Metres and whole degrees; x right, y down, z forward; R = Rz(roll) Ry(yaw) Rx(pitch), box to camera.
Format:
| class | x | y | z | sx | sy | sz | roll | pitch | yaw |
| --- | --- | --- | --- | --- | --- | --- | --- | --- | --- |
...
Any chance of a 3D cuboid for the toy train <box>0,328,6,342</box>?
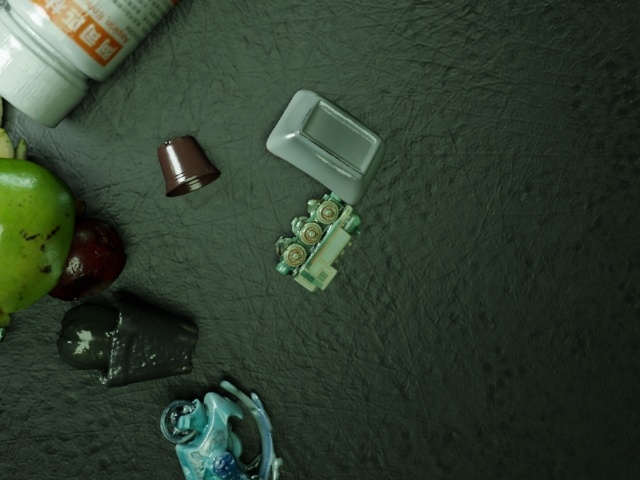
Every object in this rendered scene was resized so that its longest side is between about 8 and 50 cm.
| class | x | y | z | sx | sy | sz | roll | pitch | yaw |
| --- | --- | --- | --- | --- | --- | --- | --- | --- | --- |
| toy train | -0.621 | 0.121 | 1.403 | 0.099 | 0.081 | 0.149 | 7 | 104 | -10 |

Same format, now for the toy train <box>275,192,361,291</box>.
| class | x | y | z | sx | sy | sz | roll | pitch | yaw |
| --- | --- | --- | --- | --- | --- | --- | --- | --- | --- |
| toy train | 0.000 | 0.000 | 1.474 | 0.125 | 0.081 | 0.194 | 38 | 90 | -23 |

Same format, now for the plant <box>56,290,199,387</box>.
| class | x | y | z | sx | sy | sz | roll | pitch | yaw |
| --- | --- | --- | --- | --- | --- | --- | --- | --- | --- |
| plant | -0.360 | 0.186 | 1.419 | 0.255 | 0.142 | 0.165 | 12 | 98 | -21 |

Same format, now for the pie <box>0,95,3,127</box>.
| class | x | y | z | sx | sy | sz | roll | pitch | yaw |
| --- | --- | --- | --- | --- | --- | --- | --- | --- | --- |
| pie | -0.660 | -0.245 | 1.347 | 0.185 | 0.052 | 0.218 | -22 | 104 | -10 |

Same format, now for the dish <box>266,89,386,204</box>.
| class | x | y | z | sx | sy | sz | roll | pitch | yaw |
| --- | --- | --- | --- | --- | --- | --- | --- | --- | --- |
| dish | 0.025 | -0.184 | 1.418 | 0.212 | 0.077 | 0.151 | 33 | 69 | -12 |

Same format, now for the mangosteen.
| class | x | y | z | sx | sy | sz | roll | pitch | yaw |
| --- | --- | --- | --- | --- | --- | --- | --- | --- | --- |
| mangosteen | -0.448 | 0.019 | 1.374 | 0.166 | 0.166 | 0.180 | -40 | 75 | 0 |

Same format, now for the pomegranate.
| class | x | y | z | sx | sy | sz | roll | pitch | yaw |
| --- | --- | --- | --- | --- | --- | --- | --- | --- | --- |
| pomegranate | -0.565 | -0.037 | 1.245 | 0.309 | 0.359 | 0.216 | -33 | 147 | 31 |

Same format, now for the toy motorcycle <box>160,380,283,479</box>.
| class | x | y | z | sx | sy | sz | roll | pitch | yaw |
| --- | --- | --- | --- | --- | --- | --- | --- | --- | --- |
| toy motorcycle | -0.188 | 0.408 | 1.486 | 0.206 | 0.154 | 0.260 | -22 | 99 | -28 |

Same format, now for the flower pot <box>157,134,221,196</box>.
| class | x | y | z | sx | sy | sz | roll | pitch | yaw |
| --- | --- | --- | --- | --- | --- | --- | --- | --- | --- |
| flower pot | -0.252 | -0.142 | 1.406 | 0.111 | 0.111 | 0.089 | -24 | 87 | -4 |

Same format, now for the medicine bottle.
| class | x | y | z | sx | sy | sz | roll | pitch | yaw |
| --- | --- | --- | --- | --- | --- | --- | --- | --- | --- |
| medicine bottle | -0.403 | -0.388 | 1.279 | 0.211 | 0.211 | 0.371 | 43 | 91 | -12 |
